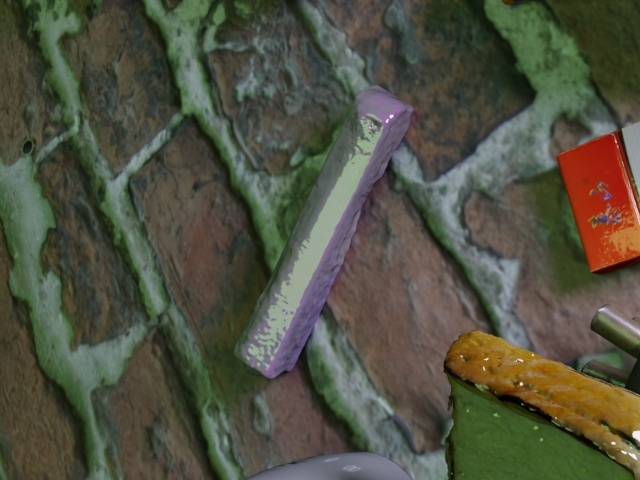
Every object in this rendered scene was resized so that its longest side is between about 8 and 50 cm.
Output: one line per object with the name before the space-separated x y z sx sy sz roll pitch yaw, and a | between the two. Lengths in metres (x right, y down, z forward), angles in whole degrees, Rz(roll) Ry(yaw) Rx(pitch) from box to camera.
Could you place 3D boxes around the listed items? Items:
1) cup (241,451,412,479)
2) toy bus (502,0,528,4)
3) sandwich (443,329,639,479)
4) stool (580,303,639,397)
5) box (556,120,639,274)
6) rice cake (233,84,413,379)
cup | -0.038 0.351 0.987 0.258 0.234 0.186 -50 58 19
toy bus | 0.257 -0.328 1.005 0.162 0.074 0.069 -23 68 30
sandwich | 0.217 0.226 0.848 0.226 0.087 0.251 24 135 41
stool | 0.312 0.131 0.832 0.139 0.153 0.228 36 102 34
box | 0.367 -0.067 0.906 0.245 0.035 0.139 -20 71 29
rice cake | 0.000 -0.001 1.127 0.070 0.064 0.399 29 98 29
